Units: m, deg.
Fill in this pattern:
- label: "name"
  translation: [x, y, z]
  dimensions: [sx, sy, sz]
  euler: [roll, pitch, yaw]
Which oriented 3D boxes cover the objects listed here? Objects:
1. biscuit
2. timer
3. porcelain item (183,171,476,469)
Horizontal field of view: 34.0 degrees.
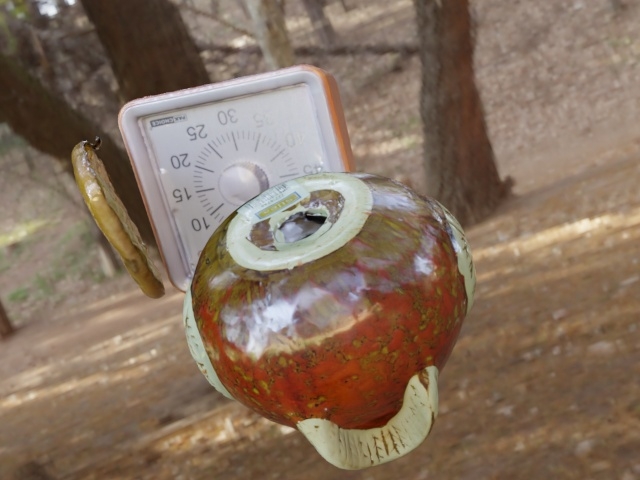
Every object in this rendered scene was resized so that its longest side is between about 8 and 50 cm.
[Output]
- label: "biscuit"
  translation: [-0.240, -0.027, 1.222]
  dimensions: [0.041, 0.203, 0.260]
  euler: [-23, -11, -4]
- label: "timer"
  translation: [-0.081, -0.071, 1.280]
  dimensions: [0.257, 0.250, 0.161]
  euler: [-10, 6, 13]
- label: "porcelain item"
  translation: [0.017, 0.070, 0.875]
  dimensions: [0.253, 0.253, 0.253]
  euler: [-21, 4, 1]
